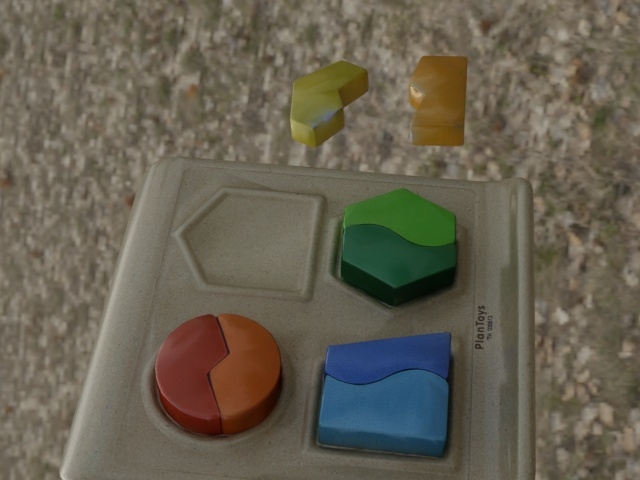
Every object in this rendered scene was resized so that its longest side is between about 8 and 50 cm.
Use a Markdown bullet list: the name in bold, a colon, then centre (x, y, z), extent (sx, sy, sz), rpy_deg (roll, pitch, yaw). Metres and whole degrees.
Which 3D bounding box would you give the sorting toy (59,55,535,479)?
- **sorting toy**: centre (0.000, 0.000, 0.630), extent (0.041, 0.229, 0.307), rpy_deg (84, -169, -50)
